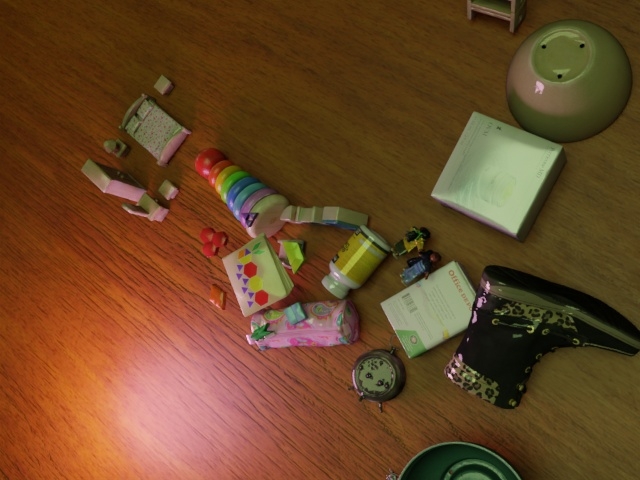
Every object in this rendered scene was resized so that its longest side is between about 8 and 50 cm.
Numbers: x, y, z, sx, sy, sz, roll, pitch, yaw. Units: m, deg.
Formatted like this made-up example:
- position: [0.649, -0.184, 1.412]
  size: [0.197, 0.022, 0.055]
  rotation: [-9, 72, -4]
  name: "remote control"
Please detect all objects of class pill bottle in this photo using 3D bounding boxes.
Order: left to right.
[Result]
- position: [0.088, 0.057, 1.710]
  size: [0.103, 0.103, 0.184]
  rotation: [43, 99, 23]
  name: "pill bottle"

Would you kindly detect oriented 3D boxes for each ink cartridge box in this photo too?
- position: [0.279, 0.166, 1.617]
  size: [0.212, 0.093, 0.154]
  rotation: [-33, 72, 17]
  name: "ink cartridge box"

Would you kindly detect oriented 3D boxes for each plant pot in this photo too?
- position: [0.328, 0.578, 1.478]
  size: [0.293, 0.196, 0.292]
  rotation: [-3, 82, 23]
  name: "plant pot"
- position: [0.554, -0.385, 1.526]
  size: [0.284, 0.191, 0.283]
  rotation: [-4, 80, 23]
  name: "plant pot"

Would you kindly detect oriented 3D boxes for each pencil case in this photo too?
- position: [-0.044, 0.221, 1.732]
  size: [0.284, 0.124, 0.124]
  rotation: [-8, 79, 22]
  name: "pencil case"

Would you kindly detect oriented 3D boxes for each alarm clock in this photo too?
- position: [0.152, 0.318, 1.669]
  size: [0.129, 0.064, 0.192]
  rotation: [30, 91, 24]
  name: "alarm clock"

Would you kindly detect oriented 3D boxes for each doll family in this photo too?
- position: [0.237, 0.030, 1.633]
  size: [0.111, 0.076, 0.192]
  rotation: [-34, 48, 21]
  name: "doll family"

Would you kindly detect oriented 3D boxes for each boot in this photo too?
- position: [0.482, 0.240, 1.486]
  size: [0.378, 0.138, 0.284]
  rotation: [20, 111, -5]
  name: "boot"

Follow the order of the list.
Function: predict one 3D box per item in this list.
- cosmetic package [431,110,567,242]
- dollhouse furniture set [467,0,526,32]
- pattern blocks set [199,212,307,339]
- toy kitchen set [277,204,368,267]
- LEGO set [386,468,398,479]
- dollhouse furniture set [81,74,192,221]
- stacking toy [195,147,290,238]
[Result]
- position: [0.419, -0.147, 1.579]
  size: [0.225, 0.138, 0.224]
  rotation: [28, 94, 23]
  name: "cosmetic package"
- position: [0.463, -0.632, 1.656]
  size: [0.129, 0.129, 0.183]
  rotation: [28, 70, 25]
  name: "dollhouse furniture set"
- position: [-0.165, 0.086, 1.723]
  size: [0.286, 0.026, 0.324]
  rotation: [-19, 79, 20]
  name: "pattern blocks set"
- position: [0.000, 0.000, 1.770]
  size: [0.207, 0.122, 0.165]
  rotation: [4, 84, 44]
  name: "toy kitchen set"
- position: [0.176, 0.599, 1.635]
  size: [0.054, 0.023, 0.083]
  rotation: [-34, 71, 16]
  name: "LEGO set"
- position: [-0.509, -0.288, 1.982]
  size: [0.303, 0.174, 0.355]
  rotation: [40, 99, 23]
  name: "dollhouse furniture set"
- position: [-0.232, -0.151, 1.878]
  size: [0.330, 0.141, 0.141]
  rotation: [43, 100, 29]
  name: "stacking toy"
